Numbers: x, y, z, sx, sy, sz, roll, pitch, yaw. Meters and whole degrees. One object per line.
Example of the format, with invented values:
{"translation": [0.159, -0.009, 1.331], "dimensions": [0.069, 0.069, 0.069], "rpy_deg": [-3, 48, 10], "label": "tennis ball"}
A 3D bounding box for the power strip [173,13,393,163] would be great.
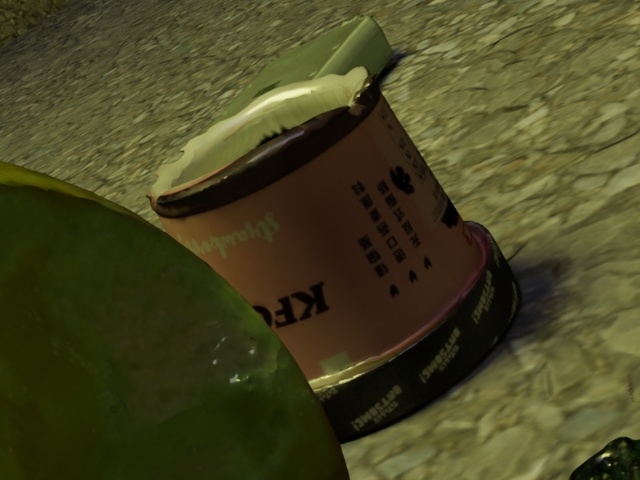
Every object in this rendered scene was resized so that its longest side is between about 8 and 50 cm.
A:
{"translation": [-0.031, -0.103, 1.111], "dimensions": [0.118, 0.046, 0.270], "rpy_deg": [-20, 21, 33], "label": "power strip"}

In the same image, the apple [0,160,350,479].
{"translation": [-0.122, 0.090, 0.452], "dimensions": [0.246, 0.226, 0.246], "rpy_deg": [-28, 20, 11], "label": "apple"}

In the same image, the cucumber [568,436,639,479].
{"translation": [0.082, 0.118, 0.342], "dimensions": [0.058, 0.058, 0.187], "rpy_deg": [-21, 21, 26], "label": "cucumber"}

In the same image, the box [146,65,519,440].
{"translation": [0.000, 0.000, 0.654], "dimensions": [0.151, 0.135, 0.151], "rpy_deg": [-25, 19, 9], "label": "box"}
